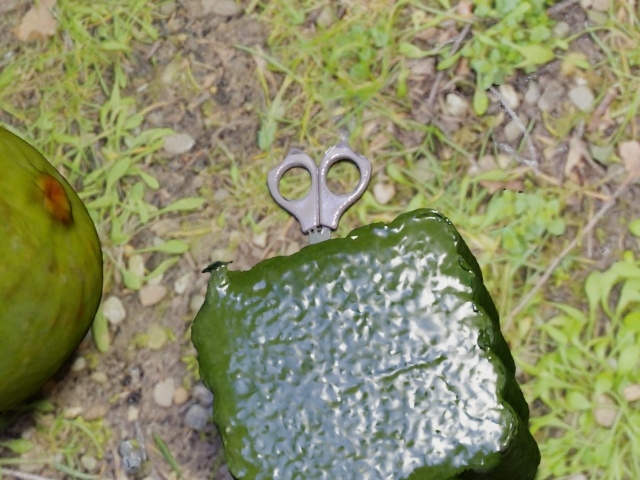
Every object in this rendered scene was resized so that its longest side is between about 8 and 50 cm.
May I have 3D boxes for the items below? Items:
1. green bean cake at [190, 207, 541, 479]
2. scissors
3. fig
[{"bbox_3d":[0.038,0.124,1.688,0.250,0.156,0.247,-20,68,7],"label":"green bean cake"},{"bbox_3d":[0.000,0.000,1.823,0.100,0.015,0.189,-6,71,14],"label":"scissors"},{"bbox_3d":[-0.349,0.053,1.778,0.326,0.258,0.258,-46,64,18],"label":"fig"}]
